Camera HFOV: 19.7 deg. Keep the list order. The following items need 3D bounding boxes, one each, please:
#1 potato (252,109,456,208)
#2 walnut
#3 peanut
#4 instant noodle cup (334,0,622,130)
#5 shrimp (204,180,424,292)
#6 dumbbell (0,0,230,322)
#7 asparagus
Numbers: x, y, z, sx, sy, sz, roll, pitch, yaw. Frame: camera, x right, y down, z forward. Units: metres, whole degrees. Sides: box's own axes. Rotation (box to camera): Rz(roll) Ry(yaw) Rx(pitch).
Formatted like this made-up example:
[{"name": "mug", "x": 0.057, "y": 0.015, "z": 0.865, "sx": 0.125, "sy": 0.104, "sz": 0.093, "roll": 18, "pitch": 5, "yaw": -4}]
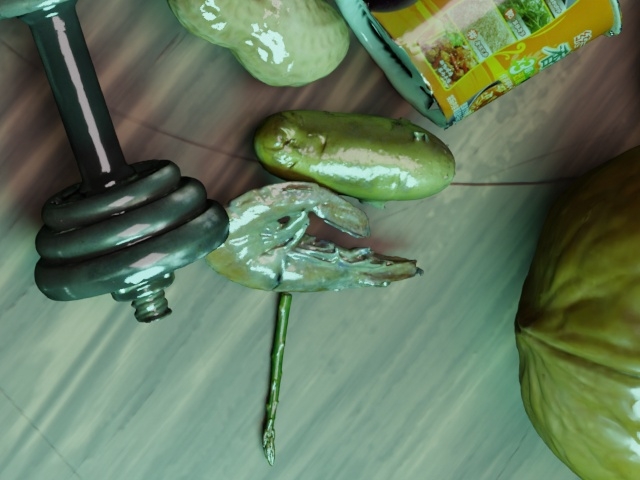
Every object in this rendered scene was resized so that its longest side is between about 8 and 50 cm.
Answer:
[{"name": "potato", "x": 0.027, "y": -0.076, "z": 1.676, "sx": 0.188, "sy": 0.105, "sz": 0.085, "roll": 9, "pitch": 90, "yaw": -18}, {"name": "walnut", "x": 0.368, "y": 0.076, "z": 1.710, "sx": 0.397, "sy": 0.308, "sz": 0.354, "roll": -6, "pitch": 100, "yaw": -19}, {"name": "peanut", "x": -0.065, "y": -0.209, "z": 1.613, "sx": 0.228, "sy": 0.085, "sz": 0.104, "roll": 30, "pitch": 94, "yaw": -41}, {"name": "instant noodle cup", "x": 0.127, "y": -0.222, "z": 1.647, "sx": 0.182, "sy": 0.230, "sz": 0.230, "roll": -38, "pitch": 107, "yaw": -3}, {"name": "shrimp", "x": 0.000, "y": 0.000, "z": 1.682, "sx": 0.223, "sy": 0.047, "sz": 0.126, "roll": 7, "pitch": 130, "yaw": -27}, {"name": "dumbbell", "x": -0.202, "y": -0.123, "z": 1.544, "sx": 0.179, "sy": 0.179, "sz": 0.406, "roll": -21, "pitch": 102, "yaw": -18}, {"name": "asparagus", "x": -0.042, "y": 0.129, "z": 1.716, "sx": 0.016, "sy": 0.016, "sz": 0.163, "roll": 6, "pitch": 92, "yaw": -38}]
